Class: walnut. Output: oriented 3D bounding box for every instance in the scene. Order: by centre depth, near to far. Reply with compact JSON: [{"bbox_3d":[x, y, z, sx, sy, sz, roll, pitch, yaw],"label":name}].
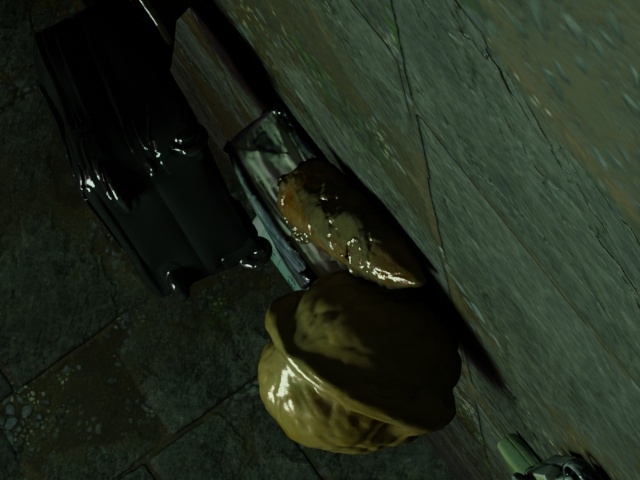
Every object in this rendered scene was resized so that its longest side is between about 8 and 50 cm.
[{"bbox_3d":[0.043,0.147,1.974,0.257,0.224,0.257,30,-161,-11],"label":"walnut"}]

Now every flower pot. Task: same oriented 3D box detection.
[{"bbox_3d":[-0.225,-0.356,2.133,0.179,0.084,0.251,56,177,-20],"label":"flower pot"}]

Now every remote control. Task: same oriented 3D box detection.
[{"bbox_3d":[0.292,0.339,2.188,0.098,0.038,0.233,52,176,39],"label":"remote control"}]

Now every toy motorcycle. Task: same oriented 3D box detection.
[{"bbox_3d":[0.277,0.295,1.761,0.151,0.074,0.228,60,167,5],"label":"toy motorcycle"}]

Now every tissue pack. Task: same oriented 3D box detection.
[{"bbox_3d":[0.000,0.000,2.250,0.259,0.122,0.361,55,178,22],"label":"tissue pack"}]

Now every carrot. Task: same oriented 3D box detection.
[{"bbox_3d":[0.048,-0.007,1.932,0.263,0.102,0.102,41,167,48],"label":"carrot"}]

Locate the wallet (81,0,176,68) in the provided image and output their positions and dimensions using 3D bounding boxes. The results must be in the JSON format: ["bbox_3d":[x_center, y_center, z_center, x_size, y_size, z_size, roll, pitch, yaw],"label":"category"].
[{"bbox_3d":[-0.273,-0.356,2.322,0.245,0.052,0.168,48,-139,-50],"label":"wallet"}]

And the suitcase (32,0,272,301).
[{"bbox_3d":[-0.232,-0.128,2.223,0.339,0.188,0.345,65,-177,35],"label":"suitcase"}]

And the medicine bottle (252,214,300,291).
[{"bbox_3d":[0.032,0.085,2.569,0.352,0.110,0.110,53,176,16],"label":"medicine bottle"}]
